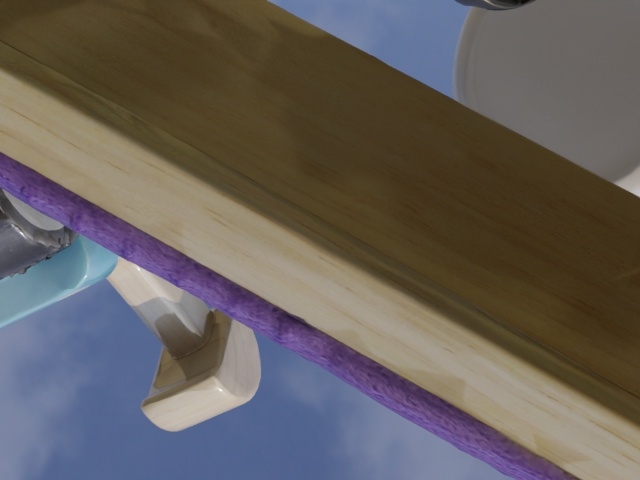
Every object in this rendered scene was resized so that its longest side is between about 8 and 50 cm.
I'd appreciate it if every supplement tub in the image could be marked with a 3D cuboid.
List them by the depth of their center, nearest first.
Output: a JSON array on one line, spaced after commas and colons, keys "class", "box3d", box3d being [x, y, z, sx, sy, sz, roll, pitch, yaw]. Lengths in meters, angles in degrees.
[{"class": "supplement tub", "box3d": [0.235, -0.116, 0.929, 0.191, 0.191, 0.272, 15, -166, 33]}]

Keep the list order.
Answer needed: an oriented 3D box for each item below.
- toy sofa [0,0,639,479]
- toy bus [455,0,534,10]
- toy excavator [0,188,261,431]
[{"class": "toy sofa", "box3d": [0.000, 0.000, 0.495, 0.362, 0.177, 0.150, 29, -139, 3]}, {"class": "toy bus", "box3d": [0.137, -0.223, 0.593, 0.220, 0.211, 0.149, -20, -168, -31]}, {"class": "toy excavator", "box3d": [-0.220, -0.022, 0.997, 0.222, 0.433, 0.445, -25, -179, 20]}]
